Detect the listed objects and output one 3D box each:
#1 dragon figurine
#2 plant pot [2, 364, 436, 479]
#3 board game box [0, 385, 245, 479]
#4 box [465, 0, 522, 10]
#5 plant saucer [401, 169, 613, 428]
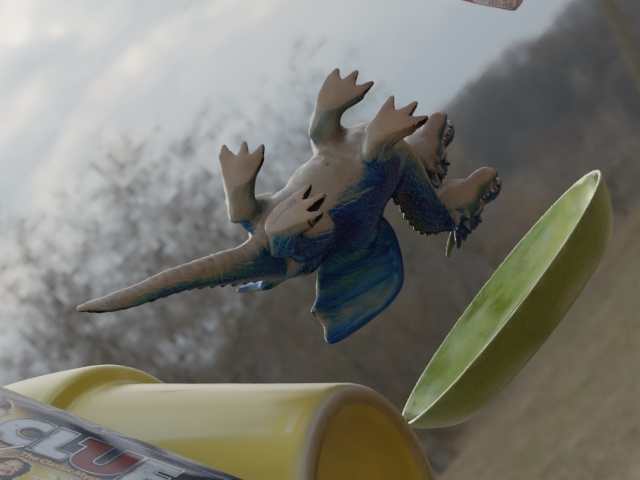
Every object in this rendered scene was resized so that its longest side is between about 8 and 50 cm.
[{"bbox_3d":[0.000,0.000,1.126,0.289,0.085,0.144,-42,-38,-27],"label":"dragon figurine"},{"bbox_3d":[-0.067,0.185,1.101,0.239,0.254,0.254,-14,15,28],"label":"plant pot"},{"bbox_3d":[-0.161,0.131,0.939,0.165,0.243,0.042,-26,-52,-57],"label":"board game box"},{"bbox_3d":[0.057,-0.267,1.054,0.300,0.142,0.154,68,-143,-69],"label":"box"},{"bbox_3d":[0.147,0.052,1.444,0.241,0.037,0.241,-53,1,2],"label":"plant saucer"}]
